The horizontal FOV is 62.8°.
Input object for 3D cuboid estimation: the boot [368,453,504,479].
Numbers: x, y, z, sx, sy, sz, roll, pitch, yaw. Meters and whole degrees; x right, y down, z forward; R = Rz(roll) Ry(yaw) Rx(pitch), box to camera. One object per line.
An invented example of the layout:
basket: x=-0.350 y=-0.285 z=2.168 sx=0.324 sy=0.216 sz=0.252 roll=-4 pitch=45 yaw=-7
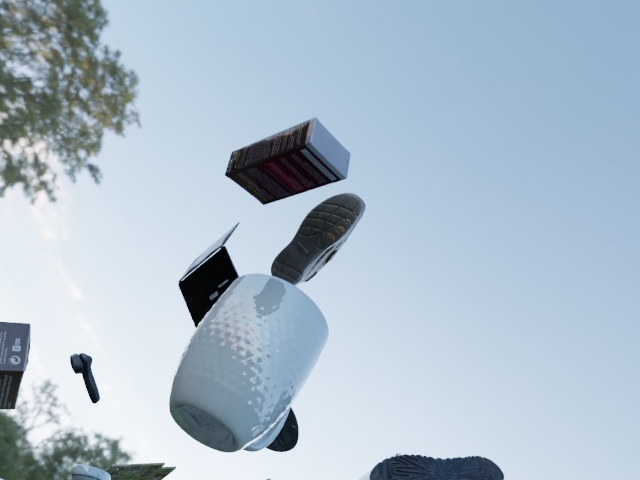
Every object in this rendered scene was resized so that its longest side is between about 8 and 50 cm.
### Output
boot: x=0.268 y=0.664 z=1.267 sx=0.131 sy=0.348 sz=0.259 roll=-113 pitch=-150 yaw=-67

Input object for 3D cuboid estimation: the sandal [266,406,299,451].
sandal: x=-0.215 y=0.535 z=1.837 sx=0.445 sy=0.168 sz=0.107 roll=62 pitch=-17 yaw=10

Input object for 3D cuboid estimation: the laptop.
laptop: x=-0.326 y=0.108 z=1.674 sx=0.234 sy=0.137 sz=0.264 roll=-37 pitch=-111 yaw=26

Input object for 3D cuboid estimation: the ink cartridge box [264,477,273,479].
ink cartridge box: x=-0.181 y=0.817 z=1.666 sx=0.123 sy=0.052 sz=0.088 roll=-36 pitch=-63 yaw=18

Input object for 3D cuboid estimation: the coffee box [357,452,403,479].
coffee box: x=0.267 y=0.899 z=1.567 sx=0.338 sy=0.334 sz=0.338 roll=28 pitch=-41 yaw=1

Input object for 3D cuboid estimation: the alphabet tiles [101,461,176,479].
alphabet tiles: x=-0.675 y=0.821 z=1.812 sx=0.342 sy=0.285 sz=0.011 roll=-47 pitch=-137 yaw=41

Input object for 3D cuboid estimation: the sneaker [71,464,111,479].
sneaker: x=-0.610 y=0.679 z=1.396 sx=0.094 sy=0.091 sz=0.258 roll=7 pitch=-45 yaw=0

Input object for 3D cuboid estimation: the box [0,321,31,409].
box: x=-0.874 y=0.276 z=1.168 sx=0.191 sy=0.382 sz=0.143 roll=-55 pitch=-141 yaw=36

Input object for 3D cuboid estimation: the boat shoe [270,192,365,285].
boat shoe: x=0.000 y=0.000 z=1.427 sx=0.324 sy=0.116 sz=0.123 roll=-44 pitch=-113 yaw=13

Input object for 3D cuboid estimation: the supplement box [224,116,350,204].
supplement box: x=-0.071 y=-0.161 z=1.117 sx=0.240 sy=0.130 sz=0.073 roll=-14 pitch=-127 yaw=35

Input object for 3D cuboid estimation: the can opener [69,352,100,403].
can opener: x=-0.799 y=0.471 z=1.800 sx=0.059 sy=0.073 sz=0.186 roll=-36 pitch=-103 yaw=52

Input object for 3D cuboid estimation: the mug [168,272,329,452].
mug: x=-0.158 y=0.319 z=1.195 sx=0.277 sy=0.328 sz=0.373 roll=4 pitch=-51 yaw=27

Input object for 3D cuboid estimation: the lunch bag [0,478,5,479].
lunch bag: x=-0.610 y=0.513 z=0.962 sx=0.151 sy=0.128 sz=0.096 roll=31 pitch=-24 yaw=-8
